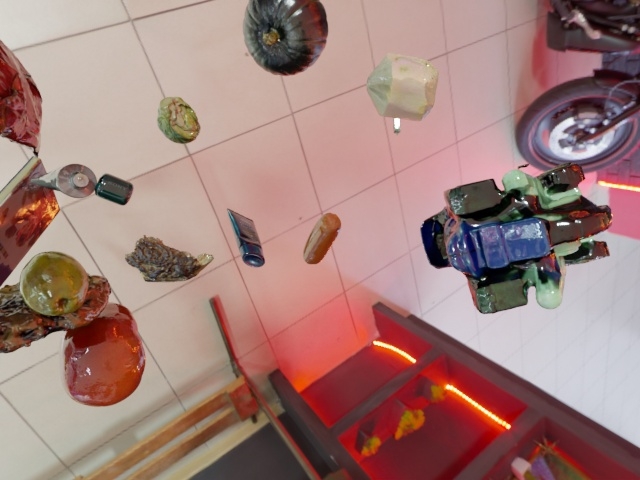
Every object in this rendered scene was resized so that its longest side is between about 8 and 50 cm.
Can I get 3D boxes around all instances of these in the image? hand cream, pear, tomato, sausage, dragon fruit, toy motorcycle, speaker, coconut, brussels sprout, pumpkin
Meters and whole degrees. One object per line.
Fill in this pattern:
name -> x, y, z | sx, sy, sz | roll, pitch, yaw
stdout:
hand cream -> -0.625, -0.146, 1.018 | 0.124, 0.340, 0.078 | 7, 92, -41
pear -> -0.484, 0.078, 0.746 | 0.107, 0.131, 0.107 | -37, 150, -25
tomato -> -0.561, 0.288, 1.047 | 0.179, 0.259, 0.260 | 2, 105, -38
sausage -> 0.000, 0.000, 1.179 | 0.076, 0.076, 0.198 | -10, 147, -30
dragon fruit -> -0.611, -0.313, 0.772 | 0.286, 0.329, 0.228 | 33, 78, -45
toy motorcycle -> 0.213, -0.011, 0.498 | 0.331, 0.196, 0.125 | -16, 88, -69
speaker -> -0.487, -0.120, 0.975 | 0.075, 0.094, 0.060 | 24, 85, -25
coconut -> 0.144, -0.282, 0.755 | 0.122, 0.116, 0.116 | 5, 104, -8
hand cream -> -0.258, -0.014, 1.428 | 0.120, 0.271, 0.061 | 26, 113, -36
brussels sprout -> -0.547, -0.454, 1.558 | 0.131, 0.145, 0.183 | -47, 127, -22
pumpkin -> -0.105, -0.586, 1.145 | 0.216, 0.249, 0.250 | -58, 134, -44

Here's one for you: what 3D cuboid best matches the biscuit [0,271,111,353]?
biscuit -> -0.643, 0.140, 0.894 | 0.333, 0.289, 0.081 | -7, 111, -6

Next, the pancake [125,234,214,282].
pancake -> -0.518, 0.079, 1.378 | 0.257, 0.056, 0.212 | 25, 127, -22

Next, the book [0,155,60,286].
book -> -0.919, -0.006, 1.189 | 0.039, 0.300, 0.428 | 24, 58, -10

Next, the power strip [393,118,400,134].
power strip -> 0.188, -0.301, 1.015 | 0.017, 0.027, 0.083 | -1, 85, 7
